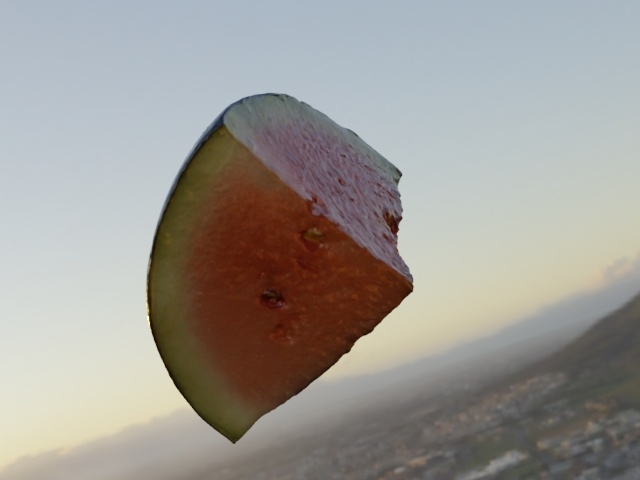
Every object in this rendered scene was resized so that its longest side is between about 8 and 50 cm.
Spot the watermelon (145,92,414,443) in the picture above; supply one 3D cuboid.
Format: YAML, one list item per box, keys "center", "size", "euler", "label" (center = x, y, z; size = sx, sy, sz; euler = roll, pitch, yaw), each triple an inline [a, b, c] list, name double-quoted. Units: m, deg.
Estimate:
- center: [-0.019, -0.005, 0.633]
  size: [0.137, 0.193, 0.145]
  euler: [2, 32, -1]
  label: "watermelon"
